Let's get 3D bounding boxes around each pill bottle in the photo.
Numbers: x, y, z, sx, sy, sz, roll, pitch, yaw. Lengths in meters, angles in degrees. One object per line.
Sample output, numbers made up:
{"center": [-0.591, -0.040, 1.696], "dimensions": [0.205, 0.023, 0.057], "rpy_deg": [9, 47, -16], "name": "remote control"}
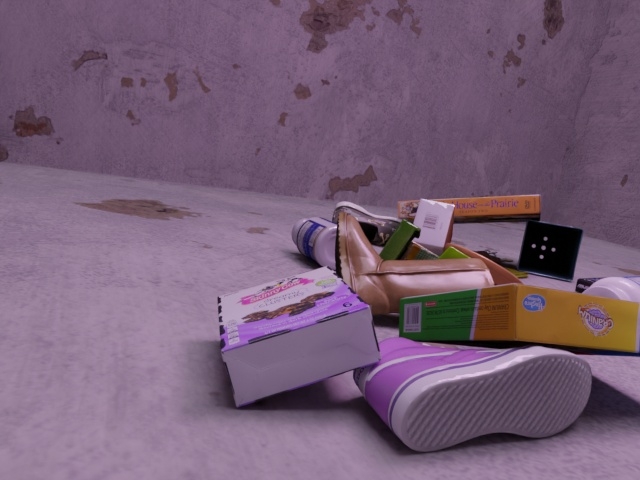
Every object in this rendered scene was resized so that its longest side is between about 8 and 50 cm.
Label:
{"center": [0.000, 0.000, 1.337], "dimensions": [0.111, 0.112, 0.186], "rpy_deg": [4, 11, -27], "name": "pill bottle"}
{"center": [0.618, 0.134, 1.071], "dimensions": [0.221, 0.125, 0.124], "rpy_deg": [1, 12, -37], "name": "pill bottle"}

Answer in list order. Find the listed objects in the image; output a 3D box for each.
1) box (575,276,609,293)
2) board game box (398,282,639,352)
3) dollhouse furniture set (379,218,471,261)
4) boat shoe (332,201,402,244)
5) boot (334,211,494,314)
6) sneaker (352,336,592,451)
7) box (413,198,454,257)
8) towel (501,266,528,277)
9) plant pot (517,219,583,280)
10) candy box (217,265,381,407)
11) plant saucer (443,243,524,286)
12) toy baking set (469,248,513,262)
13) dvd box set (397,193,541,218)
{"center": [0.840, 0.146, 1.450], "dimensions": [0.190, 0.045, 0.184], "rpy_deg": [1, 10, -35], "name": "box"}
{"center": [0.307, 0.120, 0.736], "dimensions": [0.316, 0.064, 0.242], "rpy_deg": [9, -13, -22], "name": "board game box"}
{"center": [0.225, 0.092, 1.151], "dimensions": [0.197, 0.151, 0.301], "rpy_deg": [32, -3, 13], "name": "dollhouse furniture set"}
{"center": [0.183, -0.033, 1.768], "dimensions": [0.304, 0.109, 0.091], "rpy_deg": [20, 50, -4], "name": "boat shoe"}
{"center": [0.164, 0.049, 0.968], "dimensions": [0.269, 0.089, 0.236], "rpy_deg": [0, 55, -4], "name": "boot"}
{"center": [0.174, 0.155, 0.623], "dimensions": [0.281, 0.102, 0.161], "rpy_deg": [5, 7, -24], "name": "sneaker"}
{"center": [0.293, -0.007, 1.384], "dimensions": [0.090, 0.130, 0.170], "rpy_deg": [12, -23, 18], "name": "box"}
{"center": [0.502, 0.090, 1.544], "dimensions": [0.237, 0.021, 0.102], "rpy_deg": [2, 12, -36], "name": "towel"}
{"center": [0.746, 0.028, 1.739], "dimensions": [0.165, 0.166, 0.234], "rpy_deg": [12, 4, 17], "name": "plant pot"}
{"center": [-0.038, 0.104, 0.644], "dimensions": [0.164, 0.070, 0.196], "rpy_deg": [-16, 13, -9], "name": "candy box"}
{"center": [0.368, 0.073, 1.206], "dimensions": [0.199, 0.037, 0.200], "rpy_deg": [31, -3, 2], "name": "plant saucer"}
{"center": [0.550, 0.043, 1.833], "dimensions": [0.255, 0.030, 0.197], "rpy_deg": [11, 9, 11], "name": "toy baking set"}
{"center": [0.490, -0.094, 1.708], "dimensions": [0.419, 0.062, 0.307], "rpy_deg": [-1, -3, 21], "name": "dvd box set"}
